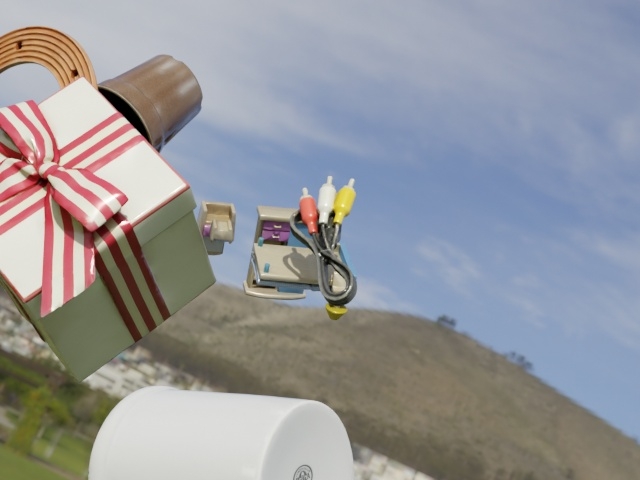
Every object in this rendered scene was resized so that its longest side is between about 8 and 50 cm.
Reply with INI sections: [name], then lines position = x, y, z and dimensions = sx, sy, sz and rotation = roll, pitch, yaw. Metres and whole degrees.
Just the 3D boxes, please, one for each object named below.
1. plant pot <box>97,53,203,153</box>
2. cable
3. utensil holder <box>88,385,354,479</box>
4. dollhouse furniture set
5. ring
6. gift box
[plant pot]
position = -0.294, -0.223, 1.800
dimensions = 0.167, 0.165, 0.167
rotation = 23, -44, 24
[cable]
position = 0.000, 0.000, 1.968
dimensions = 0.139, 0.287, 0.072
rotation = -12, -48, 14
[utensil holder]
position = -0.177, 0.436, 1.985
dimensions = 0.385, 0.328, 0.327
rotation = -4, -30, 34
[dollhouse furniture set]
position = -0.104, 0.083, 2.182
dimensions = 0.286, 0.198, 0.303
rotation = 5, 27, -15
[ring]
position = -0.452, -0.157, 1.585
dimensions = 0.336, 0.337, 0.032
rotation = 16, -6, 34
[gift box]
position = -0.298, -0.001, 1.268
dimensions = 0.255, 0.276, 0.258
rotation = 39, -22, 25
